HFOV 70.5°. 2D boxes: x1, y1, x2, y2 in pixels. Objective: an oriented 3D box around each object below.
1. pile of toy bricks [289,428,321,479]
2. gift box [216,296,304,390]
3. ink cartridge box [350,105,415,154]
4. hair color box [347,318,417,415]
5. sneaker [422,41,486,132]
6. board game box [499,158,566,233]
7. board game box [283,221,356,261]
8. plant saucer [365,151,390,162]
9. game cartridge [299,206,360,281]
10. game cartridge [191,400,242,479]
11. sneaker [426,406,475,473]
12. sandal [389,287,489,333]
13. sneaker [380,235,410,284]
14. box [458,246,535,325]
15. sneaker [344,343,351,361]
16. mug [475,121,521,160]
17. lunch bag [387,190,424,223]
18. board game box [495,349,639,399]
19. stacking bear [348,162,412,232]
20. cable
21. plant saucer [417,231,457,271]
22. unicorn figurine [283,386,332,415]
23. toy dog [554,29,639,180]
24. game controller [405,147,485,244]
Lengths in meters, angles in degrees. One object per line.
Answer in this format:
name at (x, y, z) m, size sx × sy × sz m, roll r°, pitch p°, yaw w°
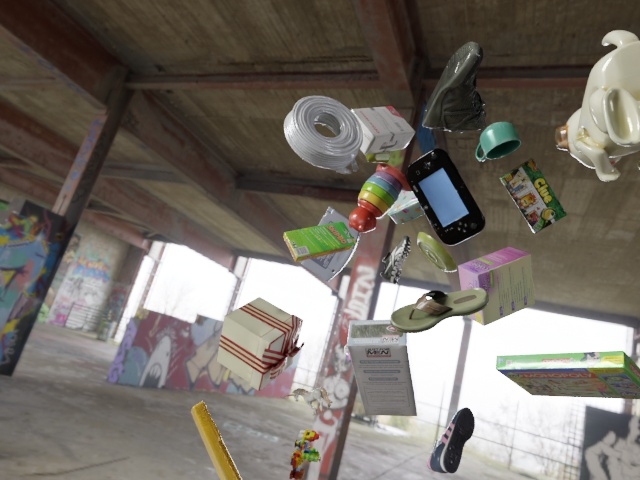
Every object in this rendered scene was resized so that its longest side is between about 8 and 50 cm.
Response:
pile of toy bricks at (-0.048, 0.835, 1.754) m, size 0.105 × 0.118 × 0.212 m, roll 3°, pitch 8°, yaw 10°
gift box at (-0.222, 0.381, 1.729) m, size 0.258 × 0.276 × 0.255 m, roll 26°, pitch 31°, yaw 22°
ink cartridge box at (0.217, -0.411, 1.680) m, size 0.218 × 0.158 × 0.092 m, roll -15°, pitch -30°, yaw -37°
hair color box at (0.214, 0.431, 1.511) m, size 0.185 × 0.114 × 0.374 m, roll -4°, pitch -54°, yaw 14°
sneaker at (0.311, -0.310, 0.953) m, size 0.130 × 0.087 × 0.227 m, roll 15°, pitch -29°, yaw -1°
board game box at (0.811, -0.167, 1.725) m, size 0.260 × 0.136 × 0.030 m, roll 53°, pitch 13°, yaw -9°
board game box at (0.000, 0.000, 1.720) m, size 0.259 × 0.124 × 0.039 m, roll -13°, pitch -33°, yaw -25°
plant saucer at (0.224, -0.419, 1.884) m, size 0.045 × 0.188 × 0.188 m, roll -25°, pitch -7°, yaw 34°
game cartridge at (0.050, 0.023, 2.000) m, size 0.196 × 0.294 × 0.060 m, roll 35°, pitch 17°, yaw 14°
game cartridge at (-0.352, 0.713, 1.542) m, size 0.052 × 0.324 × 0.285 m, roll -22°, pitch -15°, yaw -25°
sneaker at (0.534, 0.818, 1.876) m, size 0.112 × 0.319 × 0.131 m, roll 54°, pitch -43°, yaw -1°
sandal at (0.350, 0.189, 1.363) m, size 0.302 × 0.120 × 0.086 m, roll -20°, pitch -62°, yaw 4°
sneaker at (0.340, 0.080, 2.097) m, size 0.106 × 0.234 × 0.078 m, roll 18°, pitch -5°, yaw 29°
box at (0.663, 0.169, 1.703) m, size 0.243 × 0.214 × 0.117 m, roll -19°, pitch 19°, yaw -16°
sneaker at (0.152, 0.433, 1.709) m, size 0.095 × 0.105 × 0.236 m, roll 5°, pitch 1°, yaw 18°
mug at (0.650, -0.374, 1.685) m, size 0.157 × 0.097 × 0.129 m, roll -20°, pitch -19°, yaw 17°
lunch bag at (0.479, -0.219, 2.361) m, size 0.108 × 0.224 × 0.279 m, roll 41°, pitch -44°, yaw -25°
board game box at (0.667, 0.360, 1.201) m, size 0.213 × 0.046 × 0.317 m, roll 35°, pitch -33°, yaw -29°
stacking bear at (0.227, -0.158, 1.875) m, size 0.164 × 0.289 × 0.175 m, roll 41°, pitch -11°, yaw -37°
cable at (0.012, -0.350, 1.460) m, size 0.257 × 0.257 × 0.089 m, roll 6°, pitch -28°, yaw -21°
plant saucer at (0.528, 0.062, 2.093) m, size 0.241 × 0.037 × 0.241 m, roll 49°, pitch -5°, yaw 6°
unicorn figurine at (-0.033, 0.580, 1.655) m, size 0.162 × 0.111 × 0.060 m, roll -31°, pitch -10°, yaw 16°
toy dog at (0.864, -0.364, 1.356) m, size 0.284 × 0.395 × 0.408 m, roll -25°, pitch -17°, yaw 3°
game controller at (0.418, -0.146, 1.529) m, size 0.166 × 0.319 × 0.067 m, roll -31°, pitch -8°, yaw 24°
